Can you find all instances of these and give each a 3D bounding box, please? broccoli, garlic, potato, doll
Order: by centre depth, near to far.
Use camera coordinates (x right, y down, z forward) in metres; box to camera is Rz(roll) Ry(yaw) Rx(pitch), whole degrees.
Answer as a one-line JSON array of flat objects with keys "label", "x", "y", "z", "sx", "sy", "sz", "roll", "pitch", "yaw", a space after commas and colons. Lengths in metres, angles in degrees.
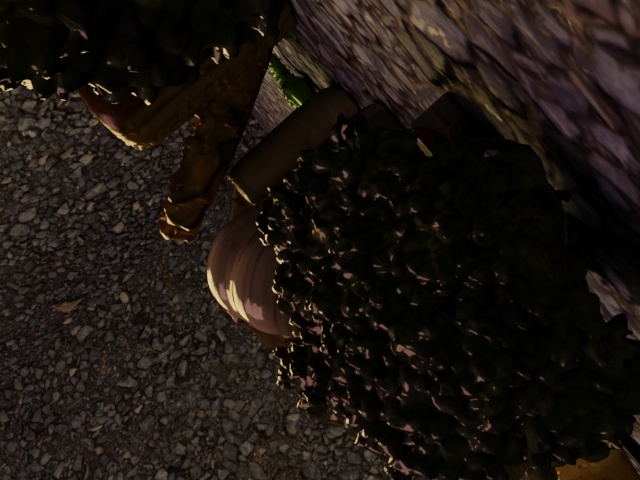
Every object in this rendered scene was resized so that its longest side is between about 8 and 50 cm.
[{"label": "broccoli", "x": -0.154, "y": -0.247, "z": 0.575, "sx": 0.293, "sy": 0.348, "sz": 0.281, "roll": 11, "pitch": 131, "yaw": 13}, {"label": "broccoli", "x": 0.093, "y": 0.047, "z": 0.638, "sx": 0.245, "sy": 0.248, "sz": 0.288, "roll": 19, "pitch": -130, "yaw": -48}, {"label": "garlic", "x": 0.000, "y": 0.000, "z": 1.065, "sx": 0.245, "sy": 0.253, "sz": 0.245, "roll": 16, "pitch": -178, "yaw": -1}, {"label": "potato", "x": 0.381, "y": 0.369, "z": 1.252, "sx": 0.203, "sy": 0.158, "sz": 0.178, "roll": 56, "pitch": -173, "yaw": -6}, {"label": "doll", "x": -0.029, "y": -0.208, "z": 1.272, "sx": 0.190, "sy": 0.050, "sz": 0.115, "roll": 51, "pitch": -175, "yaw": 39}]

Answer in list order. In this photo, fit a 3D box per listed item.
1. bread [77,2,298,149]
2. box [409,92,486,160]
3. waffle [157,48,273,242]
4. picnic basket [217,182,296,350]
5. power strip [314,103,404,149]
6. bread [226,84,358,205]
[{"label": "bread", "x": -0.169, "y": -0.234, "z": 0.975, "sx": 0.184, "sy": 0.234, "sz": 0.110, "roll": 50, "pitch": -177, "yaw": 26}, {"label": "box", "x": 0.105, "y": -0.067, "z": 0.775, "sx": 0.055, "sy": 0.039, "sz": 0.218, "roll": 48, "pitch": 179, "yaw": 8}, {"label": "waffle", "x": -0.124, "y": -0.142, "z": 1.114, "sx": 0.065, "sy": 0.309, "sz": 0.283, "roll": 21, "pitch": -136, "yaw": -5}, {"label": "picnic basket", "x": 0.022, "y": 0.054, "z": 1.418, "sx": 0.337, "sy": 0.293, "sz": 0.337, "roll": 45, "pitch": -143, "yaw": -49}, {"label": "power strip", "x": 0.101, "y": -0.020, "z": 0.962, "sx": 0.257, "sy": 0.105, "sz": 0.070, "roll": 48, "pitch": 177, "yaw": -11}, {"label": "bread", "x": -0.036, "y": -0.120, "z": 1.124, "sx": 0.060, "sy": 0.178, "sz": 0.139, "roll": 49, "pitch": 177, "yaw": -6}]
